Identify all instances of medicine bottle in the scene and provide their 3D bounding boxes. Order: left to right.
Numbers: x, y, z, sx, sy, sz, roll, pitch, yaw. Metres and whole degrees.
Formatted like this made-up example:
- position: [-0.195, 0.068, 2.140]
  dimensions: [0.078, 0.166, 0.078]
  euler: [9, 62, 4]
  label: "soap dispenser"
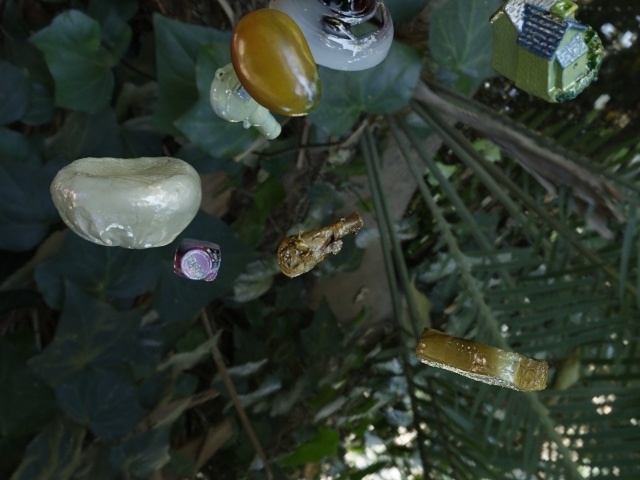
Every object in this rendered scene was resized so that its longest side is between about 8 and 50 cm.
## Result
- position: [-0.327, 0.052, 1.933]
  dimensions: [0.188, 0.119, 0.094]
  euler: [-145, -113, -80]
  label: "medicine bottle"

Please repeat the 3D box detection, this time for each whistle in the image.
- position: [-0.154, -0.292, 1.561]
  dimensions: [0.126, 0.067, 0.258]
  euler: [-55, 151, -5]
  label: "whistle"

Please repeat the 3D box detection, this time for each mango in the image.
- position: [-0.087, -0.330, 1.378]
  dimensions: [0.151, 0.221, 0.120]
  euler: [-25, 178, 27]
  label: "mango"

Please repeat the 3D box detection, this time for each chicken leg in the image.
- position: [-0.001, 0.000, 1.548]
  dimensions: [0.207, 0.085, 0.101]
  euler: [-31, 162, -8]
  label: "chicken leg"

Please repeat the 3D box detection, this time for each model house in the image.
- position: [0.468, -0.425, 1.480]
  dimensions: [0.195, 0.214, 0.189]
  euler: [-38, 140, -5]
  label: "model house"

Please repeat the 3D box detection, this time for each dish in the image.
- position: [0.041, -0.493, 1.504]
  dimensions: [0.273, 0.273, 0.134]
  euler: [-22, 158, -32]
  label: "dish"

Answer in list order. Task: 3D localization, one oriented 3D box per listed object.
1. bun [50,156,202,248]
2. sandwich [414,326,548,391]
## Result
- position: [-0.289, -0.055, 1.123]
  dimensions: [0.231, 0.231, 0.133]
  euler: [-16, 115, -39]
  label: "bun"
- position: [0.361, 0.274, 1.648]
  dimensions: [0.226, 0.251, 0.087]
  euler: [27, 76, -51]
  label: "sandwich"
